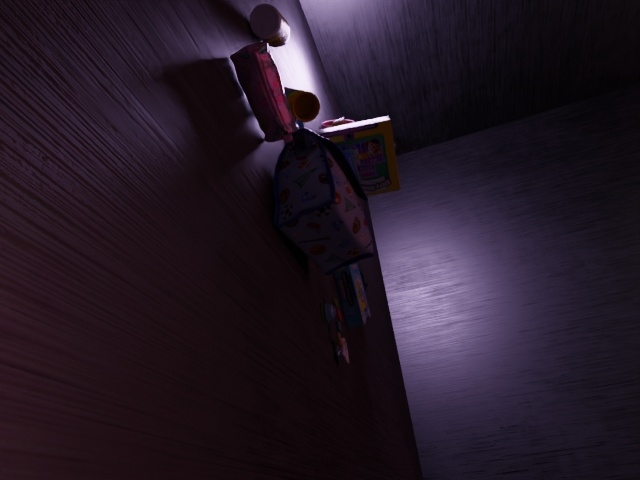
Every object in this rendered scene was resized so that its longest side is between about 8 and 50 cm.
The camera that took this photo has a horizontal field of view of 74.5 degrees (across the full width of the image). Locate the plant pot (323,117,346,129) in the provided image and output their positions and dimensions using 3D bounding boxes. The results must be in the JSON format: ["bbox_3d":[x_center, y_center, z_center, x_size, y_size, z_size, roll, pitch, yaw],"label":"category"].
[{"bbox_3d":[0.054,-0.474,2.069,0.205,0.188,0.204,-15,90,-78],"label":"plant pot"}]

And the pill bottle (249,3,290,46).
[{"bbox_3d":[-0.181,-0.797,1.582,0.208,0.118,0.117,-55,129,-75],"label":"pill bottle"}]

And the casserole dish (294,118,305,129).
[{"bbox_3d":[-0.095,-0.462,1.757,0.114,0.037,0.188,61,18,-47],"label":"casserole dish"}]

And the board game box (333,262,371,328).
[{"bbox_3d":[0.137,0.203,1.895,0.254,0.079,0.335,5,71,-77],"label":"board game box"}]

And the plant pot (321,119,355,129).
[{"bbox_3d":[0.109,-0.616,2.520,0.201,0.202,0.180,-78,167,-64],"label":"plant pot"}]

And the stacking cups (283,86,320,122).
[{"bbox_3d":[-0.096,-0.484,1.438,0.316,0.096,0.096,53,-11,56],"label":"stacking cups"}]

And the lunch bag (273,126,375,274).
[{"bbox_3d":[0.013,-0.144,1.374,0.327,0.239,0.385,51,22,-46],"label":"lunch bag"}]

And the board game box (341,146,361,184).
[{"bbox_3d":[0.051,-0.288,1.788,0.047,0.211,0.160,-75,147,-66],"label":"board game box"}]

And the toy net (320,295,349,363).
[{"bbox_3d":[0.055,0.322,1.487,0.122,0.045,0.232,-44,120,-78],"label":"toy net"}]

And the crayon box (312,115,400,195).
[{"bbox_3d":[0.147,-0.347,1.845,0.106,0.364,0.312,-83,162,-63],"label":"crayon box"}]

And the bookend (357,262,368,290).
[{"bbox_3d":[0.182,0.175,2.138,0.157,0.073,0.156,-23,98,-78],"label":"bookend"}]

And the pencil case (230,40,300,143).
[{"bbox_3d":[-0.158,-0.427,1.239,0.124,0.124,0.283,-83,155,-60],"label":"pencil case"}]
